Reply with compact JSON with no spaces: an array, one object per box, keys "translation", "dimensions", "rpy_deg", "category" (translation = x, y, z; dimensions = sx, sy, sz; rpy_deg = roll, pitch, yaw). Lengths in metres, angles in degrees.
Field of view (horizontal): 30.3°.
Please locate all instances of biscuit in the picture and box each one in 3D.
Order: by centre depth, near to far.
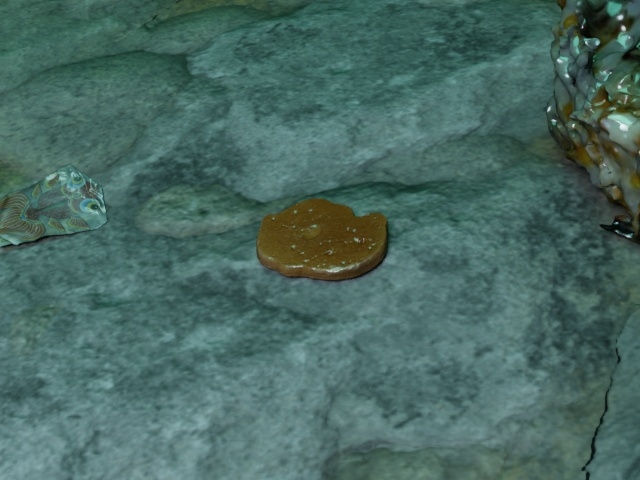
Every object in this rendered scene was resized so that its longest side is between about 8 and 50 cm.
[{"translation":[0.000,0.000,1.107],"dimensions":[0.130,0.019,0.102],"rpy_deg":[10,43,24],"category":"biscuit"}]

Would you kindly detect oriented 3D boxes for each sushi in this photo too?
[{"translation":[0.408,-0.150,1.076],"dimensions":[0.418,0.176,0.417],"rpy_deg":[-6,38,5],"category":"sushi"}]

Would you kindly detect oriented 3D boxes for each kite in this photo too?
[{"translation":[-0.334,-0.017,1.213],"dimensions":[0.229,0.016,0.127],"rpy_deg":[-18,36,-15],"category":"kite"}]
